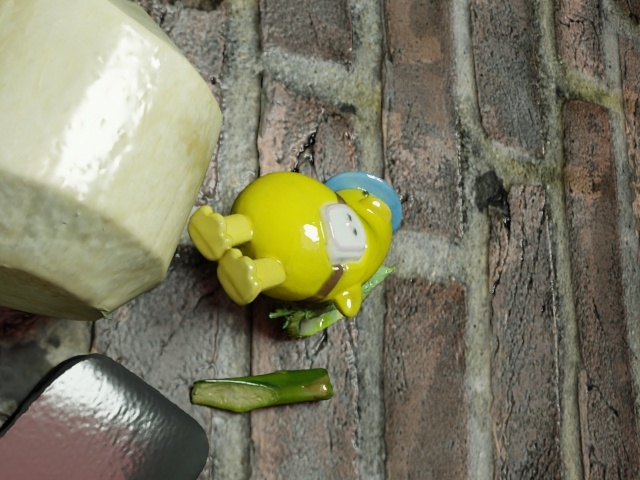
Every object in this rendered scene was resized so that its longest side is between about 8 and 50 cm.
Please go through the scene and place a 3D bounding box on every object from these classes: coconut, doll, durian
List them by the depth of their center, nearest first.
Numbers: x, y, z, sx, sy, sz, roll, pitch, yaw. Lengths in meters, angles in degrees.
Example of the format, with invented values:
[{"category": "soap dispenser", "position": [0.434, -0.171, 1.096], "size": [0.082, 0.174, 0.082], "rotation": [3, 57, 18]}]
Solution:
[{"category": "coconut", "position": [-0.244, -0.093, 0.652], "size": [0.322, 0.323, 0.323], "rotation": [8, 76, -32]}, {"category": "doll", "position": [0.000, 0.000, 0.839], "size": [0.363, 0.145, 0.200], "rotation": [-14, 68, -56]}, {"category": "durian", "position": [-0.001, 0.068, 0.884], "size": [0.215, 0.100, 0.086], "rotation": [-22, 89, -41]}]

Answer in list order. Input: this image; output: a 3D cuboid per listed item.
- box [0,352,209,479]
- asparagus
[{"category": "box", "position": [-0.235, 0.237, 0.730], "size": [0.201, 0.042, 0.213], "rotation": [44, 61, -18]}, {"category": "asparagus", "position": [-0.066, 0.178, 0.855], "size": [0.178, 0.041, 0.045], "rotation": [1, 71, -32]}]
